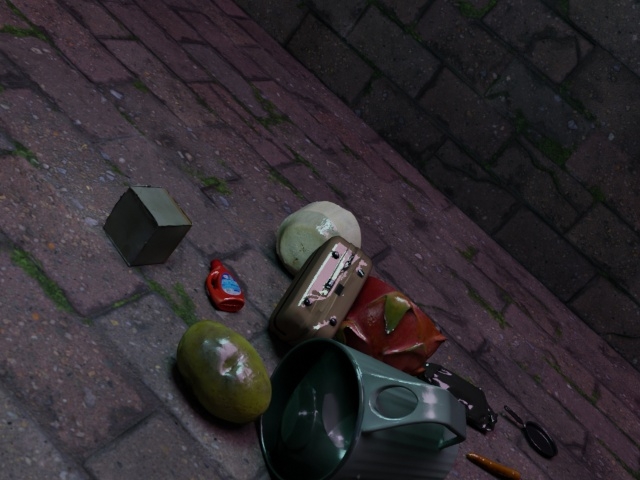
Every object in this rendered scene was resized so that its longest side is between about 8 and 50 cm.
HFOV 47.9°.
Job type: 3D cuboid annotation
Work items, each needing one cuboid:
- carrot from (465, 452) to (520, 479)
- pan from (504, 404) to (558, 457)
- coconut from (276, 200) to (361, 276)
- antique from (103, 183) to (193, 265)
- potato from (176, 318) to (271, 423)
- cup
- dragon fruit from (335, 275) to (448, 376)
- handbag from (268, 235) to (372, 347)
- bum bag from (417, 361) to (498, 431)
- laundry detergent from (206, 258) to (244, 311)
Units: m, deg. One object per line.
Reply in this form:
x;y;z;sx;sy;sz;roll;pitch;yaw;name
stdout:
0.492;0.643;2.054;0.190;0.037;0.037;29;27;-18;carrot
0.679;0.619;2.352;0.235;0.028;0.136;41;25;-5;pan
0.000;0.000;2.220;0.237;0.237;0.266;45;31;12;coconut
-0.425;-0.039;1.802;0.147;0.152;0.148;51;26;22;antique
-0.211;0.288;1.571;0.169;0.143;0.248;-39;79;-20;potato
0.118;0.416;1.572;0.392;0.310;0.401;24;-4;-38;cup
0.160;0.265;1.930;0.305;0.226;0.305;39;-12;10;dragon fruit
-0.014;0.154;1.927;0.149;0.283;0.302;34;65;-7;handbag
0.408;0.466;2.191;0.326;0.079;0.142;34;33;-18;bum bag
-0.261;0.113;1.898;0.097;0.049;0.165;11;35;-39;laundry detergent
